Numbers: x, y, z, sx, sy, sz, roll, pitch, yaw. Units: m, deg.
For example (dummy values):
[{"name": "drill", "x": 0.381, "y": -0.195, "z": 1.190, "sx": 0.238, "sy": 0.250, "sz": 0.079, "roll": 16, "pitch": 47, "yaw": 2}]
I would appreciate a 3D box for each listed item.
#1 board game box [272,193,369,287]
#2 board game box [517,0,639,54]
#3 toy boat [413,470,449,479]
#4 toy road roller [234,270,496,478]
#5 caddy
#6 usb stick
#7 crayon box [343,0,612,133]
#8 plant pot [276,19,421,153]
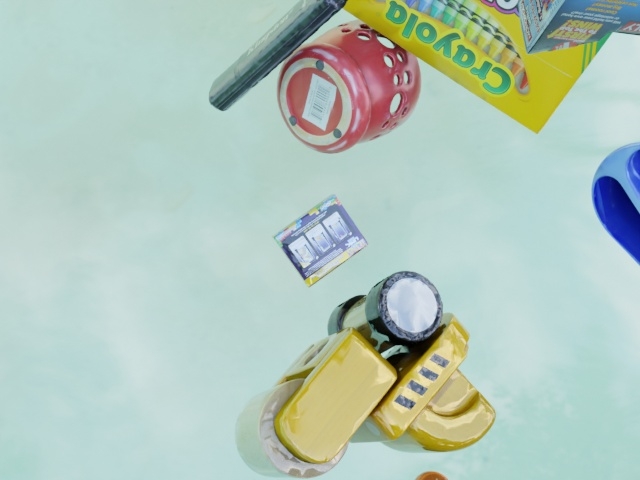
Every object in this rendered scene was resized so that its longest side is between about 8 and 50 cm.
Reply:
[{"name": "board game box", "x": 0.000, "y": 0.000, "z": 1.587, "sx": 0.170, "sy": 0.048, "sz": 0.141, "roll": -35, "pitch": 98, "yaw": -6}, {"name": "board game box", "x": 0.265, "y": -0.224, "z": 0.589, "sx": 0.194, "sy": 0.194, "sz": 0.060, "roll": 1, "pitch": 75, "yaw": -19}, {"name": "toy boat", "x": 0.164, "y": 0.384, "z": 0.945, "sx": 0.151, "sy": 0.231, "sz": 0.151, "roll": 12, "pitch": 50, "yaw": -37}, {"name": "toy road roller", "x": 0.075, "y": 0.217, "z": 0.932, "sx": 0.240, "sy": 0.202, "sz": 0.329, "roll": 47, "pitch": 64, "yaw": -1}, {"name": "caddy", "x": 0.614, "y": -0.035, "z": 1.168, "sx": 0.179, "sy": 0.241, "sz": 0.341, "roll": -38, "pitch": 83, "yaw": -30}, {"name": "usb stick", "x": -0.066, "y": -0.279, "z": 1.018, "sx": 0.045, "sy": 0.278, "sz": 0.077, "roll": 42, "pitch": 40, "yaw": -21}, {"name": "crayon box", "x": 0.238, "y": -0.374, "z": 0.960, "sx": 0.363, "sy": 0.313, "sz": 0.106, "roll": 35, "pitch": 44, "yaw": 8}, {"name": "plant pot", "x": 0.036, "y": -0.239, "z": 1.108, "sx": 0.174, "sy": 0.191, "sz": 0.191, "roll": -32, "pitch": 106, "yaw": -46}]
